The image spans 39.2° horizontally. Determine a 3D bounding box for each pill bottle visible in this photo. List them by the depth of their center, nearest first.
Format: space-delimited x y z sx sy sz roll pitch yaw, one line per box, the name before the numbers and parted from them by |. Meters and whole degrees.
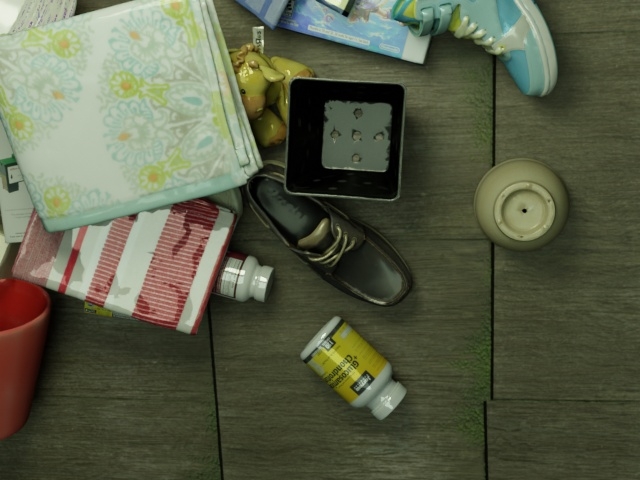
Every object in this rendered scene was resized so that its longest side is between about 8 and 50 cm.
pill bottle | 0.061 0.228 1.585 0.184 0.103 0.103 42 103 2
pill bottle | -0.163 0.060 1.607 0.152 0.086 0.086 15 101 7

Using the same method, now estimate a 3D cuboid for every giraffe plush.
giraffe plush | -0.108 -0.260 1.505 0.181 0.170 0.210 -16 96 12

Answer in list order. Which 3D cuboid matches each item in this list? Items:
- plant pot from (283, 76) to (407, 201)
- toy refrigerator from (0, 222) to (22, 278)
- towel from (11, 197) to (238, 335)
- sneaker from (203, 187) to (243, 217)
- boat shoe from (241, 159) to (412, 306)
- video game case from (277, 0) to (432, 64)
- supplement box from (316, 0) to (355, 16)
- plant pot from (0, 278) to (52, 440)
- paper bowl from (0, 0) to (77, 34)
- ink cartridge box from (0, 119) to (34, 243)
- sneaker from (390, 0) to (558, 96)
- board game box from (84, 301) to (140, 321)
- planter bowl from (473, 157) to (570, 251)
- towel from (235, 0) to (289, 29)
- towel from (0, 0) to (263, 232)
plant pot | 0.051 -0.170 1.494 0.187 0.167 0.188 4 98 9
toy refrigerator | -0.689 -0.015 1.671 0.269 0.102 0.094 23 92 5
towel | -0.330 0.006 1.527 0.329 0.037 0.237 20 94 -8
sneaker | -0.216 -0.191 1.568 0.131 0.148 0.350 -9 121 25
boat shoe | 0.000 0.000 1.547 0.355 0.130 0.132 36 103 3
video game case | 0.079 -0.446 1.502 0.269 0.061 0.244 16 100 7
supplement box | 0.023 -0.420 1.454 0.083 0.056 0.083 29 103 4
plant pot | -0.628 0.219 1.635 0.275 0.275 0.243 10 110 8
paper bowl | -0.547 -0.363 1.499 0.284 0.284 0.148 -47 132 13
ink cartridge box | -0.500 -0.116 1.600 0.092 0.160 0.219 -5 97 10
sneaker | 0.230 -0.339 1.421 0.208 0.127 0.319 -30 101 -8
board game box | -0.325 0.049 1.647 0.194 0.060 0.194 9 99 8
planter bowl | 0.336 -0.054 1.493 0.162 0.109 0.162 1 98 10
towel | -0.069 -0.515 1.469 0.209 0.034 0.285 43 113 32
towel | -0.306 -0.200 1.402 0.374 0.090 0.320 -14 108 2
